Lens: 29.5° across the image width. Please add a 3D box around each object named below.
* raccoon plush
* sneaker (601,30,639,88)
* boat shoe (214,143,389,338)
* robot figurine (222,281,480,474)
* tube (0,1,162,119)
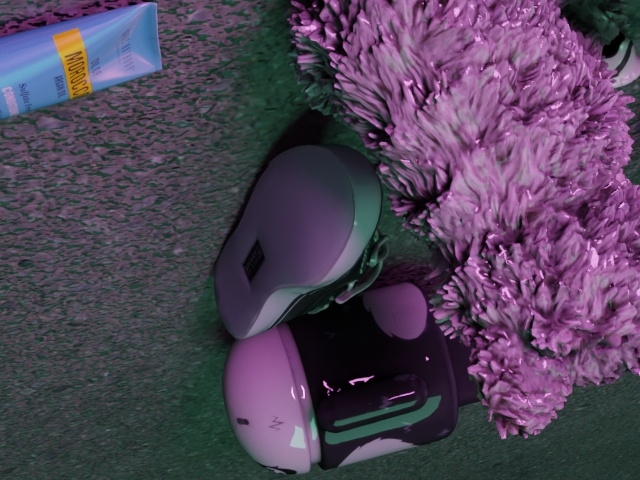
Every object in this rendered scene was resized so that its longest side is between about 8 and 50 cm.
[{"bbox_3d":[0.073,-0.056,0.722,0.216,0.299,0.446,-30,151,27],"label":"raccoon plush"},{"bbox_3d":[0.197,-0.133,0.960,0.109,0.040,0.043,-24,138,7],"label":"sneaker"},{"bbox_3d":[0.001,0.004,1.026,0.105,0.113,0.306,-12,158,-25],"label":"boat shoe"},{"bbox_3d":[0.038,0.144,1.259,0.278,0.173,0.209,-13,147,-9],"label":"robot figurine"},{"bbox_3d":[-0.201,-0.102,0.765,0.207,0.052,0.080,-18,165,-12],"label":"tube"}]
